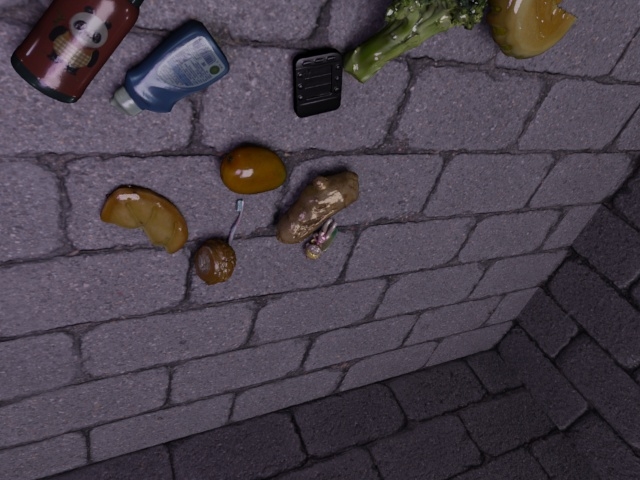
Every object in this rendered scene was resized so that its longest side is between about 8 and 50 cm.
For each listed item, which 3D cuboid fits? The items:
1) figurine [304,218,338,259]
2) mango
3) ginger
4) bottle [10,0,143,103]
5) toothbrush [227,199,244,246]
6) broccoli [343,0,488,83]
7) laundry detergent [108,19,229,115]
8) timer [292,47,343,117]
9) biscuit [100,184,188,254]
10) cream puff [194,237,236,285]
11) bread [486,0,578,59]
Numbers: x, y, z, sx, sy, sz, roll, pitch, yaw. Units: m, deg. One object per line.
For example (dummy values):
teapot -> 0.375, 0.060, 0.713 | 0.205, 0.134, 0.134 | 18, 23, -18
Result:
figurine -> 0.000, 0.000, 1.791 | 0.083, 0.083, 0.187 | 21, 104, -44
mango -> -0.194, -0.211, 1.407 | 0.221, 0.120, 0.151 | -9, 138, -35
ginger -> -0.015, -0.116, 1.609 | 0.354, 0.126, 0.190 | -43, 144, 10
bottle -> -0.479, -0.454, 0.964 | 0.336, 0.144, 0.144 | -46, 138, 12
toothbrush -> -0.295, -0.030, 1.597 | 0.027, 0.021, 0.269 | 6, 128, -21
broccoli -> 0.261, -0.586, 1.236 | 0.353, 0.274, 0.397 | -8, 161, -18
laundry detergent -> -0.371, -0.396, 1.133 | 0.290, 0.094, 0.143 | -32, 146, 4
timer -> -0.010, -0.449, 1.336 | 0.144, 0.055, 0.187 | -17, 142, -15
biscuit -> -0.506, -0.063, 1.411 | 0.154, 0.045, 0.299 | -42, 139, 9
cream puff -> -0.348, 0.069, 1.575 | 0.165, 0.150, 0.115 | -16, 176, 42
bread -> 0.624, -0.711, 1.393 | 0.333, 0.160, 0.333 | -17, 136, -17
